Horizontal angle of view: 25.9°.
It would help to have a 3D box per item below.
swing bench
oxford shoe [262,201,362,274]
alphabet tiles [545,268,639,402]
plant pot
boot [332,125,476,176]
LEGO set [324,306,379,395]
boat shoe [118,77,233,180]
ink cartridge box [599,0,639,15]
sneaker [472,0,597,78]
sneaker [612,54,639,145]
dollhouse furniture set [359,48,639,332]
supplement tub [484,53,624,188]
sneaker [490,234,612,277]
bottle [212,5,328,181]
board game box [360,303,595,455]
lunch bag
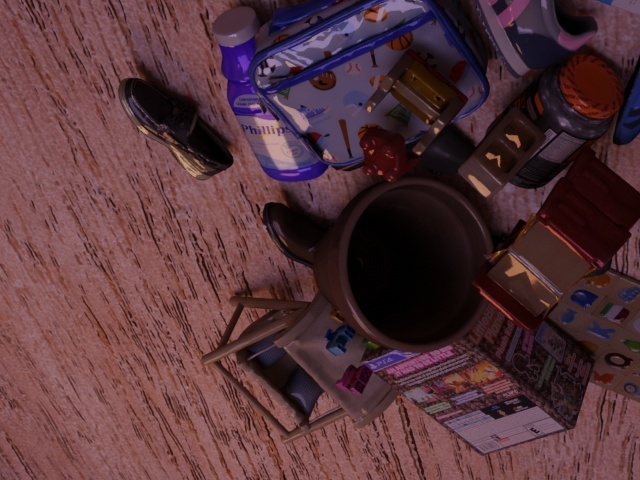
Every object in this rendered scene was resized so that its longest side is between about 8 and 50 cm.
[{"bbox_3d":[-0.020,0.208,2.440,0.255,0.165,0.253,-16,128,39],"label":"swing bench"},{"bbox_3d":[0.000,0.000,2.258,0.096,0.082,0.227,-28,129,35],"label":"oxford shoe"},{"bbox_3d":[0.479,0.153,2.251,0.343,0.011,0.285,23,143,-1],"label":"alphabet tiles"},{"bbox_3d":[0.097,0.038,2.123,0.263,0.263,0.229,38,163,-20],"label":"plant pot"},{"bbox_3d":[0.124,-0.122,2.048,0.137,0.076,0.198,36,142,-25],"label":"boot"},{"bbox_3d":[0.056,0.143,2.284,0.087,0.227,0.093,39,149,-18],"label":"LEGO set"},{"bbox_3d":[-0.218,-0.180,2.145,0.073,0.080,0.223,-17,133,33],"label":"boat shoe"},{"bbox_3d":[0.420,-0.329,1.635,0.191,0.082,0.139,20,142,1],"label":"ink cartridge box"},{"bbox_3d":[0.236,-0.349,1.706,0.131,0.112,0.319,-19,131,20],"label":"sneaker"},{"bbox_3d":[0.439,-0.190,1.807,0.082,0.069,0.209,16,142,3],"label":"sneaker"},{"bbox_3d":[0.220,-0.080,1.826,0.374,0.152,0.201,41,142,2],"label":"dollhouse furniture set"},{"bbox_3d":[0.314,-0.161,1.865,0.117,0.117,0.190,30,141,-10],"label":"supplement tub"},{"bbox_3d":[0.341,0.045,2.129,0.234,0.078,0.106,0,132,33],"label":"sneaker"},{"bbox_3d":[-0.074,-0.210,2.018,0.118,0.092,0.282,1,138,27],"label":"bottle"},{"bbox_3d":[0.260,0.201,2.295,0.291,0.141,0.232,39,143,-18],"label":"board game box"},{"bbox_3d":[0.057,-0.235,1.866,0.303,0.115,0.243,-22,129,25],"label":"lunch bag"}]
